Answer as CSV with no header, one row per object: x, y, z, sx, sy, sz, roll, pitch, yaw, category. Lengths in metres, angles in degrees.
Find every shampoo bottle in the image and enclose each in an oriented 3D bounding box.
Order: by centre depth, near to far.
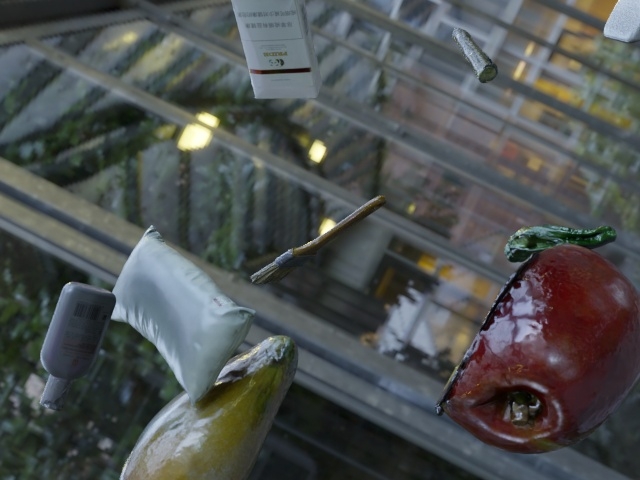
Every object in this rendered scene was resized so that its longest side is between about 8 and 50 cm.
-0.322,0.138,1.498,0.080,0.040,0.165,17,-86,-45,shampoo bottle

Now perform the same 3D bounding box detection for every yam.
0.213,-0.261,1.595,0.033,0.027,0.129,-56,30,27,yam

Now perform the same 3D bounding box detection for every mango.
-0.142,0.251,1.517,0.316,0.146,0.193,-53,12,-13,mango

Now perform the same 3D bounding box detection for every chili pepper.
0.357,-0.001,1.769,0.073,0.182,0.050,26,-114,-45,chili pepper

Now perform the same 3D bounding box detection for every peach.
0.326,0.149,1.543,0.362,0.201,0.257,-33,-29,-52,peach

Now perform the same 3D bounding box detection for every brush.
0.000,0.000,1.140,0.170,0.014,0.043,-35,-16,30,brush

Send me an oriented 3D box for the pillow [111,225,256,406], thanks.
-0.195,0.095,1.516,0.078,0.254,0.144,20,-78,-48,pillow

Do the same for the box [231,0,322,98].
-0.053,-0.245,1.425,0.154,0.084,0.040,77,-163,-44,box

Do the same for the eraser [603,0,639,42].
0.529,-0.346,1.494,0.352,0.061,0.089,-23,20,-8,eraser
